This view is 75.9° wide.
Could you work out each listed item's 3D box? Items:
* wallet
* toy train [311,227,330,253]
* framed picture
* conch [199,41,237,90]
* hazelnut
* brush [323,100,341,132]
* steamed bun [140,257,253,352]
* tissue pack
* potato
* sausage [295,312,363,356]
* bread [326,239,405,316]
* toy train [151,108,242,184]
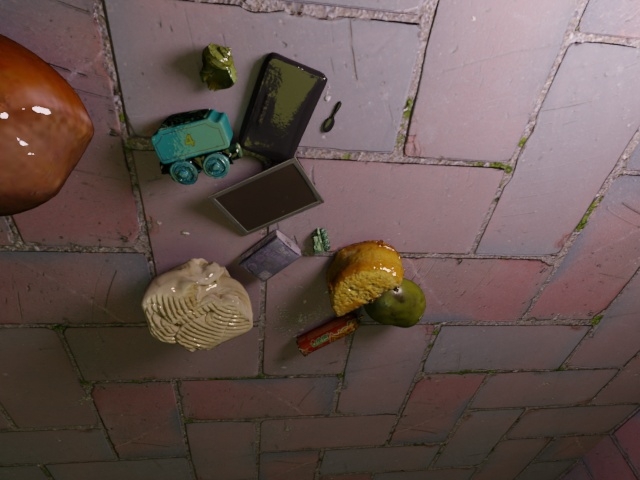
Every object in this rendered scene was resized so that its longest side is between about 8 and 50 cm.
[{"bbox_3d":[-0.096,-0.294,0.956,0.149,0.044,0.250,19,125,-17],"label":"wallet"},{"bbox_3d":[0.000,0.000,1.215,0.053,0.033,0.083,-10,130,5],"label":"toy train"},{"bbox_3d":[-0.138,-0.111,1.090,0.253,0.014,0.197,-22,143,10],"label":"framed picture"},{"bbox_3d":[-0.214,-0.359,0.863,0.121,0.074,0.089,-32,93,43],"label":"conch"},{"bbox_3d":[-0.645,-0.218,0.793,0.373,0.315,0.371,1,100,3],"label":"hazelnut"},{"bbox_3d":[0.030,-0.298,0.990,0.024,0.008,0.083,18,124,-19],"label":"brush"},{"bbox_3d":[-0.357,0.174,1.212,0.290,0.203,0.275,-11,122,-17],"label":"steamed bun"},{"bbox_3d":[-0.149,0.049,1.225,0.156,0.051,0.112,-34,128,19],"label":"tissue pack"},{"bbox_3d":[0.243,0.199,1.341,0.187,0.148,0.253,-14,140,24],"label":"potato"},{"bbox_3d":[0.039,0.323,1.460,0.264,0.083,0.083,-30,127,15],"label":"sausage"},{"bbox_3d":[0.110,0.098,1.234,0.261,0.160,0.147,-29,121,23],"label":"bread"},{"bbox_3d":[-0.289,-0.218,0.956,0.198,0.107,0.154,-11,122,2],"label":"toy train"}]
